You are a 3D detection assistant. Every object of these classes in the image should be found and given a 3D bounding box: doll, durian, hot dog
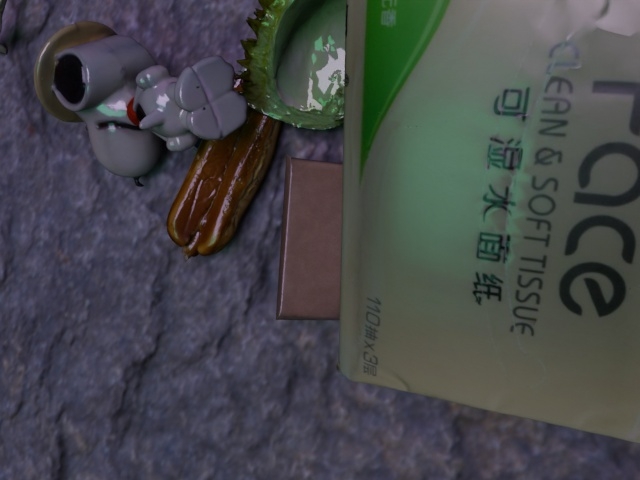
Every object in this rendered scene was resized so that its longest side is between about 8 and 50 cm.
[{"bbox_3d":[-0.217,-0.185,0.690,0.271,0.144,0.208,-15,110,48],"label":"doll"},{"bbox_3d":[0.085,-0.240,0.634,0.394,0.163,0.198,-3,86,5],"label":"durian"},{"bbox_3d":[-0.121,-0.080,0.724,0.092,0.062,0.235,27,89,0],"label":"hot dog"}]

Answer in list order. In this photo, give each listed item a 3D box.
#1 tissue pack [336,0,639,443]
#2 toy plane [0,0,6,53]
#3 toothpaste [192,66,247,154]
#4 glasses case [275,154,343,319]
[{"bbox_3d":[0.186,-0.062,0.498,0.332,0.205,0.405,8,112,19],"label":"tissue pack"},{"bbox_3d":[-0.436,-0.415,0.822,0.108,0.092,0.286,14,90,37],"label":"toy plane"},{"bbox_3d":[-0.124,-0.169,0.754,0.037,0.021,0.140,30,98,16],"label":"toothpaste"},{"bbox_3d":[0.000,0.000,0.696,0.102,0.070,0.193,4,86,-12],"label":"glasses case"}]
